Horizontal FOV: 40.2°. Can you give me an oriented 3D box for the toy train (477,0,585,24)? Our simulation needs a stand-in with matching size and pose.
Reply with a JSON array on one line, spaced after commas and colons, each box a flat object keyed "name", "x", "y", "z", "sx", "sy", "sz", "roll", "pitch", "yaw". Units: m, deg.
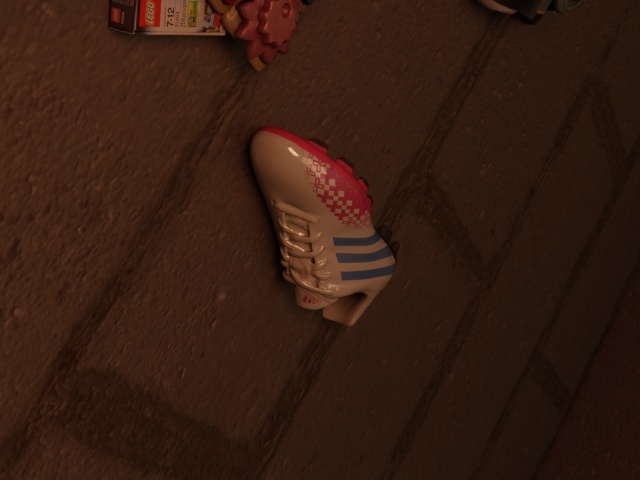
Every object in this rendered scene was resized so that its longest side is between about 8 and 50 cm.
[{"name": "toy train", "x": 0.327, "y": -0.444, "z": 1.162, "sx": 0.190, "sy": 0.142, "sz": 0.334, "roll": -7, "pitch": 136, "yaw": -47}]

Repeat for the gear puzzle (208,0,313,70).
[{"name": "gear puzzle", "x": -0.067, "y": -0.311, "z": 0.748, "sx": 0.175, "sy": 0.044, "sz": 0.339, "roll": -57, "pitch": 144, "yaw": -16}]

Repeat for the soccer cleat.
[{"name": "soccer cleat", "x": 0.000, "y": 0.000, "z": 1.016, "sx": 0.143, "sy": 0.116, "sz": 0.331, "roll": -60, "pitch": 146, "yaw": -13}]

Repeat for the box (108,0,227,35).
[{"name": "box", "x": -0.123, "y": -0.285, "z": 0.760, "sx": 0.114, "sy": 0.036, "sz": 0.207, "roll": -17, "pitch": 121, "yaw": -49}]
